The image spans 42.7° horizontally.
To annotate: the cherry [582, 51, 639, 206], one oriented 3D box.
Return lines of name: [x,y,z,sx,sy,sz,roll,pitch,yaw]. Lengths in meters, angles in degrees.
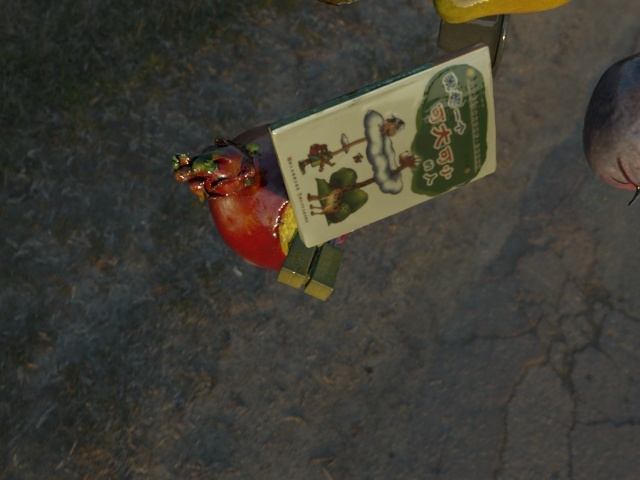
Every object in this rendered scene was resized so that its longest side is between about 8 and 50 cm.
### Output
cherry: [0.529,-0.179,1.355,0.183,0.213,0.266,1,86,15]

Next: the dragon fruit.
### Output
dragon fruit: [-0.207,-0.139,1.609,0.175,0.138,0.142,8,91,-52]

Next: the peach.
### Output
peach: [-0.090,-0.107,1.878,0.310,0.335,0.406,15,22,26]

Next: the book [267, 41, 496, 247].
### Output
book: [0.115,-0.150,1.345,0.371,0.260,0.043,-23,45,-7]

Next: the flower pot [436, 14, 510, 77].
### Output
flower pot: [0.379,-0.546,2.030,0.166,0.269,0.269,8,49,8]

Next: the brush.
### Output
brush: [0.000,0.000,1.567,0.103,0.047,0.233,24,48,-4]

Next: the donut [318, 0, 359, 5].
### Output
donut: [0.033,-0.505,1.451,0.162,0.065,0.178,11,67,11]

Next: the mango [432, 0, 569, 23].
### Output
mango: [0.251,-0.352,1.062,0.227,0.099,0.136,-20,73,0]
